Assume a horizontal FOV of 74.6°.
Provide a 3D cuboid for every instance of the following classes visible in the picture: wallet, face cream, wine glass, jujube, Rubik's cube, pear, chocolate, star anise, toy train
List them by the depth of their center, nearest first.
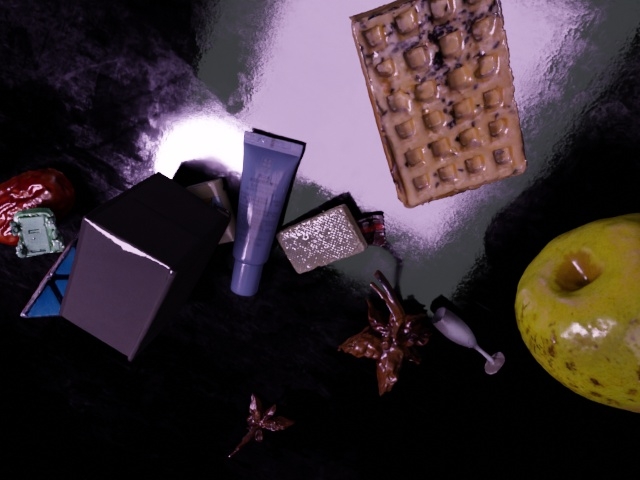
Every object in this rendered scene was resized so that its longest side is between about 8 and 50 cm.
[{"bbox_3d":[0.592,0.148,0.796,0.390,0.391,0.392,4,113,9],"label":"pear"},{"bbox_3d":[-0.663,-0.017,0.988,0.099,0.081,0.149,-11,133,-27],"label":"toy train"},{"bbox_3d":[-0.148,-0.051,0.992,0.135,0.086,0.386,15,109,1],"label":"face cream"},{"bbox_3d":[0.062,-0.017,0.995,0.182,0.028,0.086,-3,113,11],"label":"chocolate"},{"bbox_3d":[0.154,0.218,1.013,0.237,0.148,0.347,0,122,8],"label":"star anise"},{"bbox_3d":[-0.268,-0.066,1.028,0.110,0.039,0.155,-11,109,13],"label":"wallet"},{"bbox_3d":[0.358,0.244,1.032,0.198,0.066,0.066,39,113,-7],"label":"wine glass"},{"bbox_3d":[-0.723,-0.085,1.049,0.230,0.155,0.155,-26,106,9],"label":"jujube"},{"bbox_3d":[-0.632,0.095,1.104,0.228,0.233,0.228,-23,65,-18],"label":"Rubik's cube"},{"bbox_3d":[-0.180,0.550,1.217,0.158,0.144,0.140,45,105,-8],"label":"star anise"}]

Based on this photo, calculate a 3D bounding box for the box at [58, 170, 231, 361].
[{"bbox_3d":[-0.398,0.056,0.960,0.204,0.251,0.345,34,123,-4],"label":"box"}]

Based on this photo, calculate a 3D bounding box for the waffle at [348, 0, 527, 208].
[{"bbox_3d":[0.227,-0.264,0.780,0.260,0.114,0.377,-14,120,14],"label":"waffle"}]

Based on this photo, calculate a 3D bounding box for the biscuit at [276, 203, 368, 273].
[{"bbox_3d":[0.000,0.000,0.986,0.199,0.040,0.121,-22,104,31],"label":"biscuit"}]
